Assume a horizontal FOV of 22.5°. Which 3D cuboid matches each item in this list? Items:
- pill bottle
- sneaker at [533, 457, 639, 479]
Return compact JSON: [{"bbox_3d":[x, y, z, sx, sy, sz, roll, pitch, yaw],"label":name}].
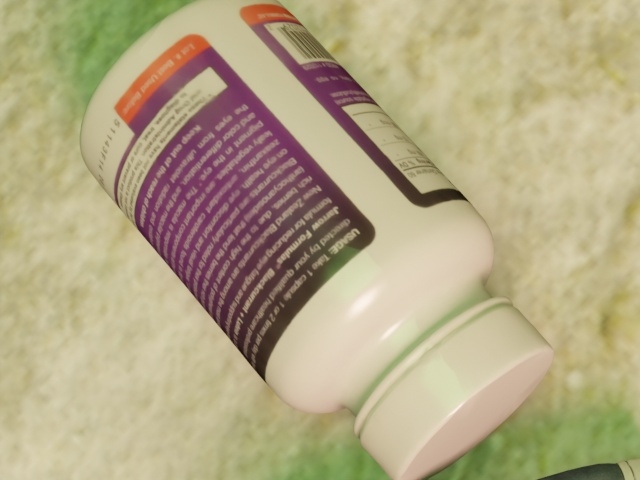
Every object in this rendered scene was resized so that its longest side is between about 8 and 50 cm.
[{"bbox_3d":[0.000,0.000,0.642,0.108,0.108,0.193,-41,70,0],"label":"pill bottle"},{"bbox_3d":[0.069,0.196,0.576,0.163,0.086,0.226,-7,63,0],"label":"sneaker"}]
